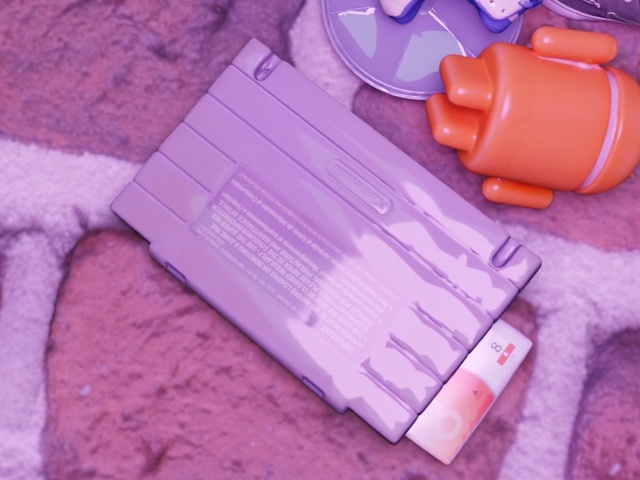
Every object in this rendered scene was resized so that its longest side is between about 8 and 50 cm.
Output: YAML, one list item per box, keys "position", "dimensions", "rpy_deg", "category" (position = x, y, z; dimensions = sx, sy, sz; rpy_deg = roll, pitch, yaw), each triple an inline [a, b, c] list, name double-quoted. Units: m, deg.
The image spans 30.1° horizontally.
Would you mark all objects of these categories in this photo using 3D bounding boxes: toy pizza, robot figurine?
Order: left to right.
- position: [0.101, -0.236, 1.182]
  dimensions: [0.201, 0.032, 0.201]
  rpy_deg: [0, 83, -1]
  category: "toy pizza"
- position: [0.211, -0.111, 1.117]
  dimensions: [0.219, 0.128, 0.158]
  rpy_deg: [10, 85, -11]
  category: "robot figurine"

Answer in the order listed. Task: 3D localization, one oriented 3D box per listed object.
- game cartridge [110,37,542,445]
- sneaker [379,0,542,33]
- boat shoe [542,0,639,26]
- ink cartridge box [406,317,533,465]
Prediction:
- position: [0.000, 0.000, 1.132]
  dimensions: [0.355, 0.068, 0.230]
  rpy_deg: [39, 89, 10]
  category: "game cartridge"
- position: [0.196, -0.259, 1.120]
  dimensions: [0.296, 0.112, 0.131]
  rpy_deg: [2, 94, 13]
  category: "sneaker"
- position: [0.312, -0.242, 1.163]
  dimensions: [0.228, 0.076, 0.080]
  rpy_deg: [23, 84, 1]
  category: "boat shoe"
- position: [0.091, 0.105, 1.142]
  dimensions: [0.179, 0.045, 0.145]
  rpy_deg: [36, 84, 0]
  category: "ink cartridge box"
